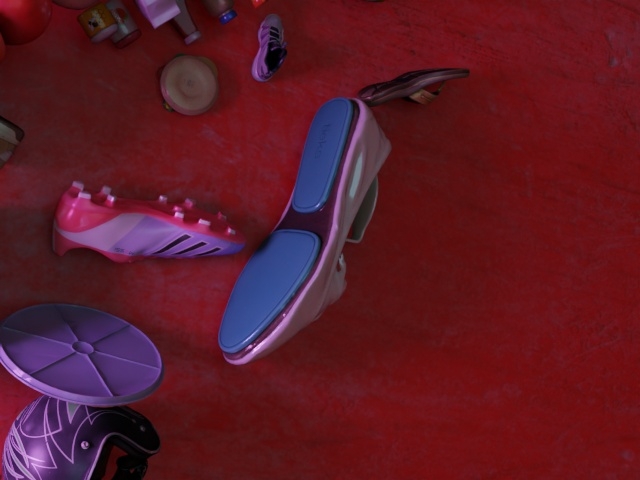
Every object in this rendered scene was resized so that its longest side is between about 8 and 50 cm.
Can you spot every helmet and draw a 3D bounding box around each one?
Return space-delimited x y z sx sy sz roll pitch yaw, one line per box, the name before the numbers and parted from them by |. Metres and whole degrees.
helmet | -0.285 0.251 1.150 0.161 0.169 0.169 17 78 -45

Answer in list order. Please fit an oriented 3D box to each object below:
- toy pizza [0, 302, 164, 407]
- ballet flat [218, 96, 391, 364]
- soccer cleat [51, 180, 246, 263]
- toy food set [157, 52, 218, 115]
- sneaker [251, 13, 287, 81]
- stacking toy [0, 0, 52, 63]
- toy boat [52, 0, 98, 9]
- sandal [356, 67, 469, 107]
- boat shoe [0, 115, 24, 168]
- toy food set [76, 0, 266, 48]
toy pizza | -0.282 0.138 1.168 0.201 0.201 0.032 11 114 -24
ballet flat | 0.000 0.000 1.341 0.139 0.139 0.400 29 74 -20
soccer cleat | -0.217 -0.007 1.267 0.248 0.083 0.095 12 110 -29
toy food set | -0.175 -0.207 1.323 0.082 0.020 0.083 2 86 -25
sneaker | -0.060 -0.267 1.354 0.038 0.069 0.098 12 81 -24
stacking toy | -0.423 -0.188 1.077 0.330 0.141 0.141 -43 104 -27
toy boat | -0.296 -0.453 1.183 0.318 0.267 0.148 53 28 10
sandal | 0.135 -0.215 1.446 0.180 0.072 0.049 -22 111 -23
boat shoe | -0.448 -0.145 1.171 0.190 0.068 0.072 31 90 -18
toy food set | -0.187 -0.294 1.275 0.232 0.111 0.104 -36 102 -16
